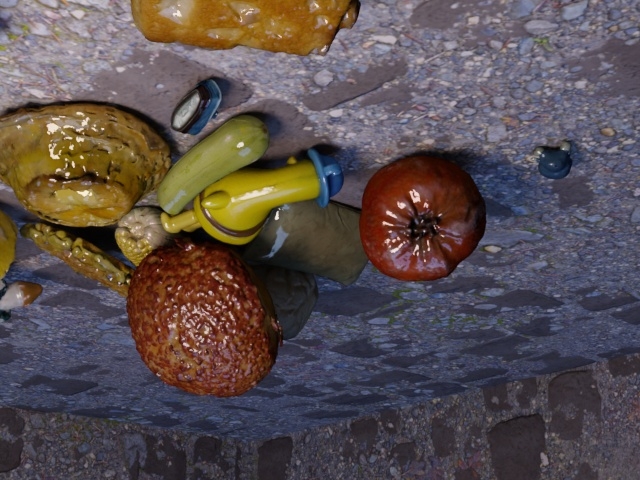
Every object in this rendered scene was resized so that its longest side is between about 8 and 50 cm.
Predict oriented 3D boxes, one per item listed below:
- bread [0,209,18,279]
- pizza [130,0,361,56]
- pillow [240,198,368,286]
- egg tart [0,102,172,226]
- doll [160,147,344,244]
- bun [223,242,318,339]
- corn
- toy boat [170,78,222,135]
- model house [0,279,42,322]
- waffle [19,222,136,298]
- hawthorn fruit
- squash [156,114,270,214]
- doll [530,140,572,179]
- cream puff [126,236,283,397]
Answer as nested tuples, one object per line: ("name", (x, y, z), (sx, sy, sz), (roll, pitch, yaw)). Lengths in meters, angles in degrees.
("bread", (-0.690, 0.008, 1.806), (0.197, 0.197, 0.170), (12, 158, -31))
("pizza", (-0.059, -0.333, 1.139), (0.408, 0.114, 0.277), (-20, 150, 39))
("pillow", (0.000, 0.000, 1.938), (0.302, 0.075, 0.185), (15, 117, -37))
("egg tart", (-0.419, -0.113, 1.626), (0.341, 0.129, 0.341), (0, 158, 0))
("doll", (-0.121, -0.076, 1.710), (0.363, 0.145, 0.199), (-18, 178, 26))
("bun", (-0.138, 0.095, 2.054), (0.281, 0.205, 0.281), (16, -169, -3))
("corn", (-0.337, 0.022, 1.988), (0.123, 0.122, 0.305), (-30, 160, -4))
("toy boat", (-0.193, -0.208, 1.504), (0.061, 0.060, 0.137), (-16, 164, -39))
("model house", (-0.781, 0.101, 2.098), (0.300, 0.190, 0.271), (-9, 158, -26))
("waffle", (-0.473, 0.049, 1.966), (0.281, 0.058, 0.301), (12, 160, 49))
("hawthorn fruit", (0.189, -0.046, 1.769), (0.241, 0.242, 0.272), (-4, -172, 5))
("squash", (-0.185, -0.134, 1.610), (0.250, 0.083, 0.083), (-32, 145, 30))
("doll", (0.427, -0.143, 1.732), (0.076, 0.050, 0.083), (-5, 160, 18))
("cream puff", (-0.240, 0.157, 1.800), (0.228, 0.350, 0.350), (-29, 177, -38))
